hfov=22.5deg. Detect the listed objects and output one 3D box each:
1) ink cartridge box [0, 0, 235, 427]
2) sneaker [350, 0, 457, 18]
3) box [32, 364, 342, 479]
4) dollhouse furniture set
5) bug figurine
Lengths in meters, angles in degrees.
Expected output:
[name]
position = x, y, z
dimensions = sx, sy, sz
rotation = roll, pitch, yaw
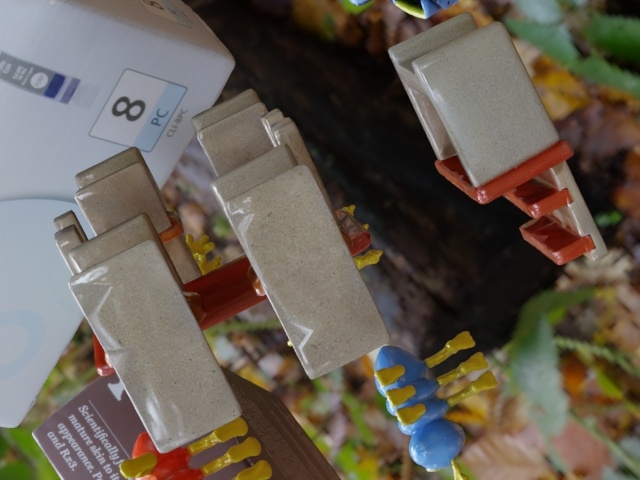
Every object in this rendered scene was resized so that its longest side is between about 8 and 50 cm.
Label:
[ink cartridge box]
position = -0.279, -0.048, 0.950
dimensions = 0.385, 0.308, 0.091
rotation = 13, -152, -44
[sneaker]
position = 0.091, -0.208, 1.237
dimensions = 0.069, 0.209, 0.082
rotation = -4, 91, 47
[box]
position = -0.082, 0.220, 1.401
dimensions = 0.191, 0.143, 0.381
rotation = 52, 180, 19
[dollhouse furniture set]
position = 0.000, 0.000, 0.825
dimensions = 0.135, 0.259, 0.262
rotation = 64, 178, -14
[bug figurine]
position = -0.030, 0.090, 1.023
dimensions = 0.072, 0.279, 0.216
rotation = -44, 67, 51
